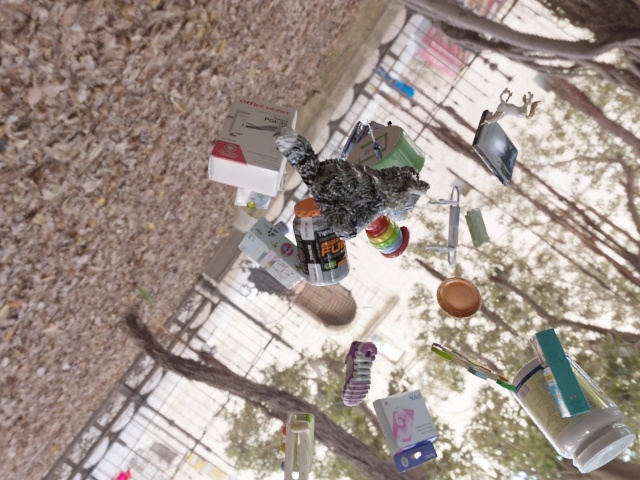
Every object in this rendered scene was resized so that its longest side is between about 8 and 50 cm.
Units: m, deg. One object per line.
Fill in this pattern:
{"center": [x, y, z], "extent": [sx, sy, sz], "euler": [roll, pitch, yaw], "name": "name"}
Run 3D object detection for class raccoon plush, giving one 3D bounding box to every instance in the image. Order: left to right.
{"center": [0.112, -0.190, 1.399], "extent": [0.299, 0.446, 0.216], "euler": [-30, -132, 12], "name": "raccoon plush"}

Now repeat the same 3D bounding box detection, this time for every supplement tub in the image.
{"center": [-0.201, -0.036, 2.301], "extent": [0.107, 0.071, 0.071], "euler": [-38, 177, -16], "name": "supplement tub"}
{"center": [0.000, 0.000, 1.945], "extent": [0.193, 0.193, 0.316], "euler": [-56, 139, -57], "name": "supplement tub"}
{"center": [0.810, 0.548, 1.624], "extent": [0.235, 0.235, 0.325], "euler": [-53, -138, 21], "name": "supplement tub"}

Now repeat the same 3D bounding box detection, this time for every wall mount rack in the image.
{"center": [0.523, -0.061, 2.113], "extent": [0.304, 0.130, 0.350], "euler": [-82, 174, -88], "name": "wall mount rack"}

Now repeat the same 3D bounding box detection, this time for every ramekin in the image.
{"center": [0.240, -0.307, 1.945], "extent": [0.303, 0.148, 0.303], "euler": [-31, -149, 21], "name": "ramekin"}

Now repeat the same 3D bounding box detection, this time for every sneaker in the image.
{"center": [0.122, 0.449, 1.731], "extent": [0.104, 0.095, 0.236], "euler": [20, -84, 59], "name": "sneaker"}

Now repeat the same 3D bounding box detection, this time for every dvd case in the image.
{"center": [0.652, -0.342, 1.854], "extent": [0.029, 0.238, 0.179], "euler": [-11, -133, 50], "name": "dvd case"}

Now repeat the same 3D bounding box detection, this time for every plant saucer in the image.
{"center": [0.615, 0.250, 2.219], "extent": [0.200, 0.200, 0.037], "euler": [-53, 171, 34], "name": "plant saucer"}

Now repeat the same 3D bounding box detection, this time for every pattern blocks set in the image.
{"center": [0.487, 0.401, 1.627], "extent": [0.026, 0.285, 0.325], "euler": [-66, -156, 0], "name": "pattern blocks set"}

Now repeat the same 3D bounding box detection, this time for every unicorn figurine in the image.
{"center": [0.577, -0.405, 1.530], "extent": [0.060, 0.162, 0.111], "euler": [12, 95, -56], "name": "unicorn figurine"}

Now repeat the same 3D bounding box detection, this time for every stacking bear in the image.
{"center": [0.272, -0.054, 2.276], "extent": [0.175, 0.289, 0.164], "euler": [-22, -133, 26], "name": "stacking bear"}

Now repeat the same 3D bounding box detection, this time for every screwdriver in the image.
{"center": [0.178, -0.336, 1.661], "extent": [0.024, 0.025, 0.170], "euler": [-34, 137, -8], "name": "screwdriver"}

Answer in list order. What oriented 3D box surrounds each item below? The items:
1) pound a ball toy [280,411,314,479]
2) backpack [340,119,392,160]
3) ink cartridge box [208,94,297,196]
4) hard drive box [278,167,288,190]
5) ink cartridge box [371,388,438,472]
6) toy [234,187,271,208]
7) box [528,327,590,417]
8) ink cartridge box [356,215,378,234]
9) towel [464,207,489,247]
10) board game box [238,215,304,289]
{"center": [-0.107, 0.871, 2.092], "extent": [0.208, 0.135, 0.319], "euler": [-39, 132, -82], "name": "pound a ball toy"}
{"center": [0.216, -0.431, 2.376], "extent": [0.263, 0.213, 0.276], "euler": [-81, -171, -57], "name": "backpack"}
{"center": [-0.200, -0.294, 1.523], "extent": [0.117, 0.207, 0.283], "euler": [108, -6, -53], "name": "ink cartridge box"}
{"center": [-0.274, -0.301, 2.126], "extent": [0.181, 0.232, 0.089], "euler": [58, 44, -67], "name": "hard drive box"}
{"center": [0.429, 0.902, 2.405], "extent": [0.324, 0.330, 0.071], "euler": [4, 144, -44], "name": "ink cartridge box"}
{"center": [-0.261, -0.200, 1.986], "extent": [0.237, 0.137, 0.056], "euler": [121, -26, -62], "name": "toy"}
{"center": [0.705, 0.392, 1.483], "extent": [0.060, 0.244, 0.100], "euler": [-18, 156, 4], "name": "box"}
{"center": [0.167, -0.107, 2.032], "extent": [0.180, 0.060, 0.104], "euler": [-40, -143, -28], "name": "ink cartridge box"}
{"center": [0.603, -0.051, 1.920], "extent": [0.110, 0.148, 0.027], "euler": [-19, -176, -43], "name": "towel"}
{"center": [-0.190, 0.060, 2.153], "extent": [0.097, 0.303, 0.224], "euler": [-50, -175, -27], "name": "board game box"}
